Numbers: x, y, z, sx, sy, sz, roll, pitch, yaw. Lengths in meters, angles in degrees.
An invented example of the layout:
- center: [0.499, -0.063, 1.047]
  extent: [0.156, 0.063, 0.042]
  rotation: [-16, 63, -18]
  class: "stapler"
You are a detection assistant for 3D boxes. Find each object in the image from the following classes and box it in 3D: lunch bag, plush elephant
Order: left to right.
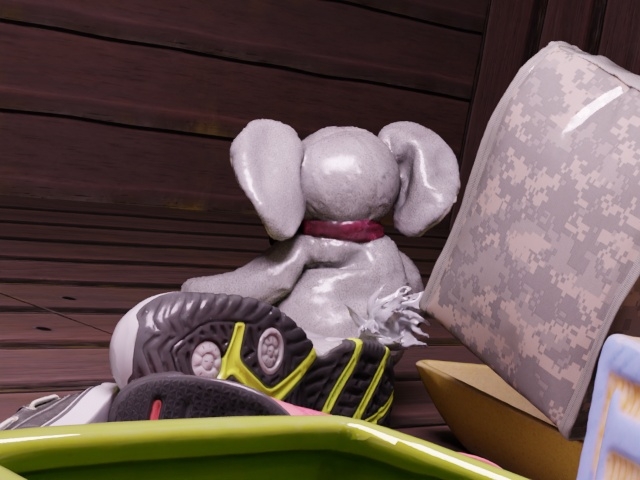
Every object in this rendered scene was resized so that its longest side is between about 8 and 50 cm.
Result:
- center: [0.000, 0.000, 1.665]
  extent: [0.272, 0.255, 0.330]
  rotation: [9, -15, -31]
  class: "plush elephant"
- center: [0.244, -0.007, 1.425]
  extent: [0.169, 0.287, 0.235]
  rotation: [5, 24, -36]
  class: "lunch bag"

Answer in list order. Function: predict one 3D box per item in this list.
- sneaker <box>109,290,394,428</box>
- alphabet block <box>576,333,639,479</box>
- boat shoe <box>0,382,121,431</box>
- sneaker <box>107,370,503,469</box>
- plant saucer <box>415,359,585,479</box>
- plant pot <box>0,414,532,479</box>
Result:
- center: [-0.076, 0.128, 1.400]
  extent: [0.147, 0.145, 0.385]
  rotation: [3, -12, 28]
  class: "sneaker"
- center: [0.313, 0.186, 1.184]
  extent: [0.197, 0.193, 0.192]
  rotation: [8, 8, -18]
  class: "alphabet block"
- center: [-0.202, 0.147, 1.231]
  extent: [0.070, 0.077, 0.219]
  rotation: [13, 8, 12]
  class: "boat shoe"
- center: [-0.007, 0.181, 1.223]
  extent: [0.314, 0.115, 0.136]
  rotation: [17, -4, 1]
  class: "sneaker"
- center: [0.298, 0.200, 1.567]
  extent: [0.333, 0.081, 0.333]
  rotation: [8, 6, -27]
  class: "plant saucer"
- center: [-0.001, 0.189, 0.556]
  extent: [0.228, 0.207, 0.227]
  rotation: [15, 7, 42]
  class: "plant pot"
